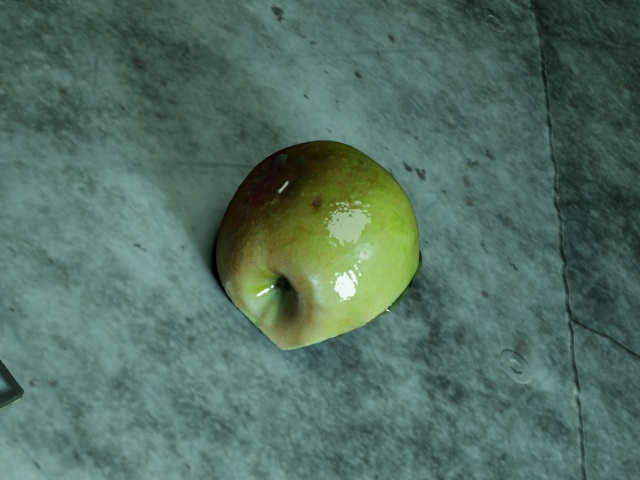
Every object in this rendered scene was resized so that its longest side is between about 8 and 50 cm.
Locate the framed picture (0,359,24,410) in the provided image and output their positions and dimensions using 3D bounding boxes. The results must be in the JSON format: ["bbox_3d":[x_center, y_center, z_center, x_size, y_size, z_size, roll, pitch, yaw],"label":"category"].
[{"bbox_3d":[-0.431,0.042,1.323,0.265,0.016,0.347,-26,73,-46],"label":"framed picture"}]

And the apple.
[{"bbox_3d":[0.000,0.000,1.694,0.207,0.174,0.188,27,32,6],"label":"apple"}]
